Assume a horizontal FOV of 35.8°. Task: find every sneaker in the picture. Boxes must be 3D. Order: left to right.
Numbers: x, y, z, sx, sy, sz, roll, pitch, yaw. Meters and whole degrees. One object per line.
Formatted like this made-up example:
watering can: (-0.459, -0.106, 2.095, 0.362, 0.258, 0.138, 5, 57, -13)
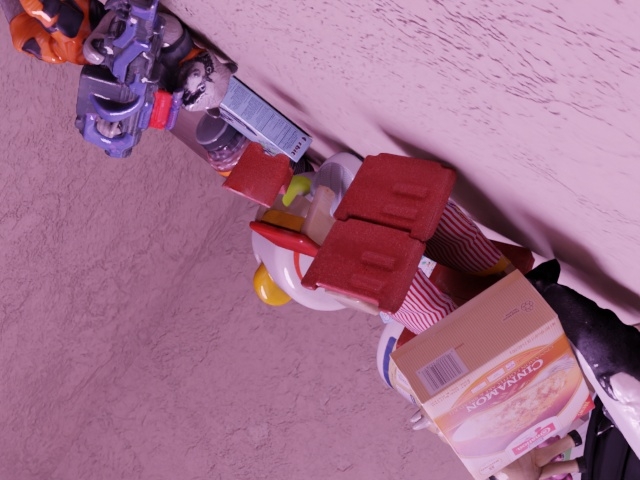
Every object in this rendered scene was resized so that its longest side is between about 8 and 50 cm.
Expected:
sneaker: (0.048, -0.047, 1.312, 0.094, 0.091, 0.258, 40, 158, 19)

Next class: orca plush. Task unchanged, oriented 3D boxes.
orca plush: (0.311, 0.126, 0.930, 0.287, 0.102, 0.151, 56, -179, 22)

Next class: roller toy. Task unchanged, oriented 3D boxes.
roller toy: (0.000, 0.000, 1.483, 0.191, 0.209, 0.146, -1, -165, -24)

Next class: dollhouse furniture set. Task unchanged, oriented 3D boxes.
dollhouse furniture set: (0.019, 0.006, 1.074, 0.374, 0.152, 0.201, 15, 164, 44)

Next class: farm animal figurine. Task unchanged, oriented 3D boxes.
farm animal figurine: (0.195, 0.188, 1.290, 0.330, 0.172, 0.326, 94, 160, -85)

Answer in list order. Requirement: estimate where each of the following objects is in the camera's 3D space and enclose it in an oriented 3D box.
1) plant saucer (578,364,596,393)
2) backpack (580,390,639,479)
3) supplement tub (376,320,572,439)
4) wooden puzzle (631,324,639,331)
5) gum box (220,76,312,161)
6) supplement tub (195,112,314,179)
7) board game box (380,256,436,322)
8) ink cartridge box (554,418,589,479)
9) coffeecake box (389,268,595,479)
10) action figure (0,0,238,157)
plant saucer: (0.464, 0.234, 1.454, 0.278, 0.041, 0.278, 35, 177, 2)
backpack: (0.398, 0.290, 1.157, 0.191, 0.253, 0.225, -2, -177, -4)
supplement tub: (0.279, 0.235, 1.749, 0.316, 0.228, 0.228, 34, 177, 40)
wooden puzzle: (0.354, 0.112, 1.027, 0.079, 0.014, 0.116, 40, 177, 2)
gum box: (-0.113, -0.183, 1.358, 0.184, 0.041, 0.157, 37, 176, -21)
supplement tub: (-0.103, -0.127, 1.526, 0.198, 0.106, 0.106, 38, 176, -41)
board game box: (0.114, 0.037, 1.226, 0.154, 0.026, 0.103, -24, 92, 49)
ink cartridge box: (0.424, 0.367, 1.430, 0.093, 0.154, 0.212, 38, -158, -25)
coffeecake box: (0.168, 0.134, 0.940, 0.068, 0.142, 0.185, 57, -179, 42)
action figure: (-0.242, -0.255, 1.135, 0.330, 0.178, 0.341, 30, 151, -12)
